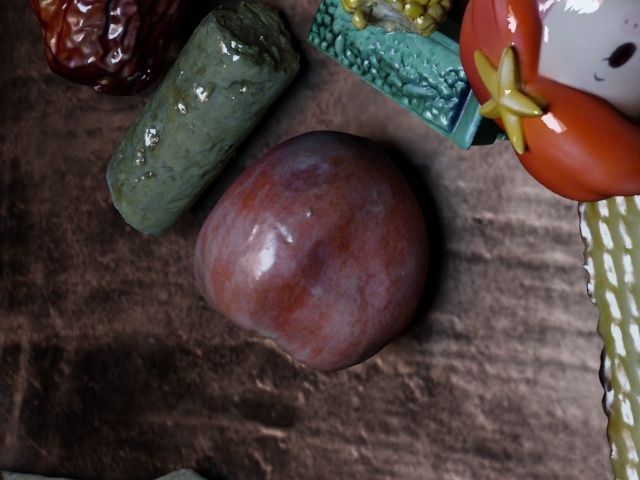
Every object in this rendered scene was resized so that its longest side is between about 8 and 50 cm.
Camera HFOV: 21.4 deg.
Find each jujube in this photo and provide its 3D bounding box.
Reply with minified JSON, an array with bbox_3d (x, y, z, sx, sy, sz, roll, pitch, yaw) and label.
[{"bbox_3d":[-0.149,-0.219,1.152,0.168,0.168,0.237,1,90,41],"label":"jujube"}]

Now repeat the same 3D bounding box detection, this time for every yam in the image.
[{"bbox_3d":[-0.084,-0.085,1.178,0.078,0.078,0.179,56,129,21],"label":"yam"}]

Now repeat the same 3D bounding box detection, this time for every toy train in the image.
[{"bbox_3d":[0.064,-0.114,1.026,0.172,0.099,0.070,37,118,33],"label":"toy train"}]

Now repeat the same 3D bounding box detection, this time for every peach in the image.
[{"bbox_3d":[0.000,0.000,1.087,0.152,0.152,0.152,6,100,41],"label":"peach"}]

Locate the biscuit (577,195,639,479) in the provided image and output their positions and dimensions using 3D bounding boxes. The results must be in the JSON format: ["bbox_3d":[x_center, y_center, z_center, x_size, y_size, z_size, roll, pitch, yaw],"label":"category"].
[{"bbox_3d":[0.234,0.082,0.949,0.172,0.029,0.255,-5,93,42],"label":"biscuit"}]

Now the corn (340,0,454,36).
[{"bbox_3d":[0.069,-0.226,0.977,0.080,0.080,0.238,2,70,41],"label":"corn"}]

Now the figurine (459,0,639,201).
[{"bbox_3d":[0.169,-0.167,0.884,0.208,0.181,0.257,44,119,6],"label":"figurine"}]

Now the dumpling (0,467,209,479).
[{"bbox_3d":[-0.201,0.260,1.320,0.332,0.086,0.166,-8,87,46],"label":"dumpling"}]
